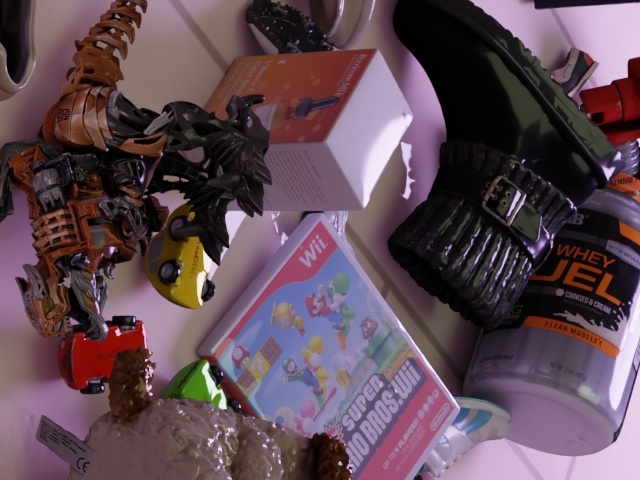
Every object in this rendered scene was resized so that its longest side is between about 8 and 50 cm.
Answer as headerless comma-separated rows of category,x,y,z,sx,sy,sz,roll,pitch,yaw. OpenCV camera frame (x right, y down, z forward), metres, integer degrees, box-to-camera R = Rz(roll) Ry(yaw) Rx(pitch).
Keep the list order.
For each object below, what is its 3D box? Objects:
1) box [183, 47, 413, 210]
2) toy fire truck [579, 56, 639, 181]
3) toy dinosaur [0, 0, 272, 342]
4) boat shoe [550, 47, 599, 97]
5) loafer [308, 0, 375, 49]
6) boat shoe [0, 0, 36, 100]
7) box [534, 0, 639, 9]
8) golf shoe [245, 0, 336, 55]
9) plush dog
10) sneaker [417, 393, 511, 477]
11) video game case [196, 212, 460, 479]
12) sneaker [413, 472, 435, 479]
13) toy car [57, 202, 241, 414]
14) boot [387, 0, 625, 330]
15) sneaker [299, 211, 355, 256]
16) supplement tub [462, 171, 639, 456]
box,-0.021,-0.103,1.645,0.091,0.170,0.130,59,46,-36
toy fire truck,0.383,-0.111,2.246,0.158,0.246,0.217,-110,-170,-57
toy dinosaur,-0.163,-0.072,1.463,0.218,0.164,0.322,11,90,-15
boat shoe,0.309,-0.200,2.215,0.043,0.049,0.137,39,50,4
loafer,-0.003,-0.323,1.740,0.092,0.102,0.269,-9,107,-20
boat shoe,-0.264,-0.254,1.362,0.113,0.103,0.302,-5,94,-54
box,0.397,-0.458,2.213,0.296,0.182,0.294,-20,108,-54
golf shoe,-0.014,-0.154,1.742,0.198,0.094,0.077,43,38,-15
plush dog,-0.101,0.206,1.502,0.225,0.262,0.211,16,62,-58
sneaker,0.126,0.214,1.936,0.228,0.087,0.092,8,87,-46
video game case,0.016,0.143,1.759,0.204,0.025,0.285,-51,119,-31
sneaker,0.106,0.318,1.941,0.057,0.047,0.119,-19,98,-46
toy car,-0.140,0.110,1.584,0.239,0.053,0.225,-52,130,-39
boot,0.148,-0.096,1.920,0.348,0.131,0.260,44,83,-11
sneaker,0.000,0.000,1.794,0.069,0.038,0.098,-4,84,-53
supplement tub,0.301,0.080,2.077,0.193,0.193,0.316,49,52,-43
